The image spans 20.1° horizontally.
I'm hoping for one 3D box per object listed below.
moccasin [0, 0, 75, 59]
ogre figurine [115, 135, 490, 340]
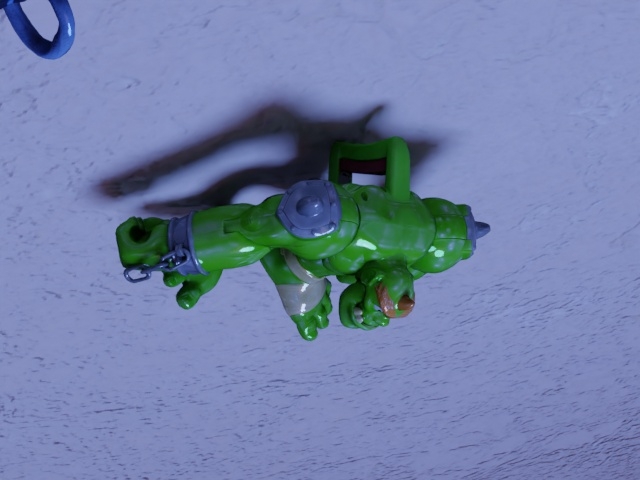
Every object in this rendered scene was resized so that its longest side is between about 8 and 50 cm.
[{"bbox_3d":[-0.159,-0.120,0.578,0.342,0.138,0.117,-6,159,7],"label":"moccasin"},{"bbox_3d":[0.000,0.000,0.934,0.118,0.097,0.197,-17,145,41],"label":"ogre figurine"}]
